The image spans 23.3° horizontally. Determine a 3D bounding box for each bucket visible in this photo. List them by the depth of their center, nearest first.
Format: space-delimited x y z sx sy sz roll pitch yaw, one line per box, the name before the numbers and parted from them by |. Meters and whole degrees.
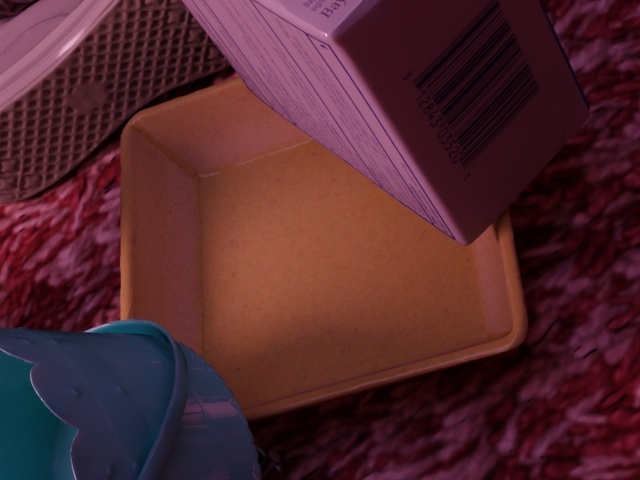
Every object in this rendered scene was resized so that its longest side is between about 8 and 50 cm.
bucket | -0.187 0.186 1.102 0.281 0.183 0.281 0 90 41

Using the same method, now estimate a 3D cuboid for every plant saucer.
plant saucer | 0.000 0.000 1.258 0.332 0.081 0.333 -17 54 17

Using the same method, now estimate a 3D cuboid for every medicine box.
medicine box | 0.019 -0.176 1.138 0.149 0.263 0.289 -46 51 -6

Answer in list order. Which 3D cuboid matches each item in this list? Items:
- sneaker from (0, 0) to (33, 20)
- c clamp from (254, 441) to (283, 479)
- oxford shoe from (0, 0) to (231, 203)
sneaker | -0.340 -0.246 1.585 0.292 0.110 0.118 -34 58 15
c clamp | -0.063 0.228 1.149 0.137 0.022 0.161 37 104 24
oxford shoe | -0.176 -0.204 1.430 0.449 0.169 0.130 -33 49 12
